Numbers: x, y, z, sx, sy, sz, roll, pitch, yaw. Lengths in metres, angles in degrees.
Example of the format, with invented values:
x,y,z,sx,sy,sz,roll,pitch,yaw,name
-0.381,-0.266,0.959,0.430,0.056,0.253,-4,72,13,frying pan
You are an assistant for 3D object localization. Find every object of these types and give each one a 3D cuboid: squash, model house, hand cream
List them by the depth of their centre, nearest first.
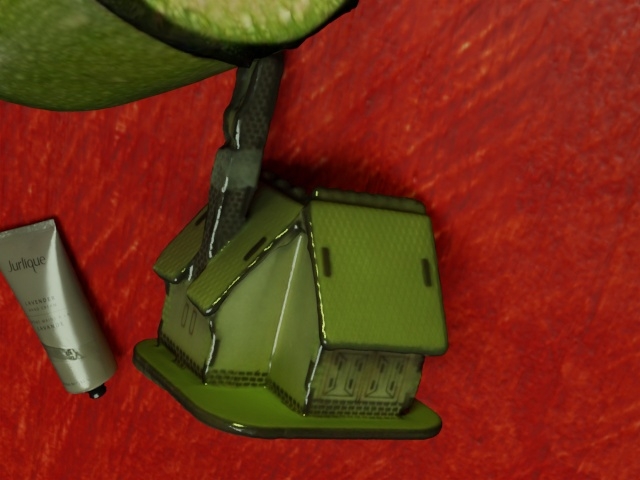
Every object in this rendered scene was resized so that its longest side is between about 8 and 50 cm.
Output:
x,y,z,sx,sy,sz,roll,pitch,yaw,name
-0.168,-0.223,0.771,0.309,0.310,0.310,-12,120,42,squash
0.000,0.000,0.967,0.205,0.218,0.278,26,106,55,model house
-0.247,0.069,1.164,0.087,0.054,0.186,-12,112,26,hand cream
